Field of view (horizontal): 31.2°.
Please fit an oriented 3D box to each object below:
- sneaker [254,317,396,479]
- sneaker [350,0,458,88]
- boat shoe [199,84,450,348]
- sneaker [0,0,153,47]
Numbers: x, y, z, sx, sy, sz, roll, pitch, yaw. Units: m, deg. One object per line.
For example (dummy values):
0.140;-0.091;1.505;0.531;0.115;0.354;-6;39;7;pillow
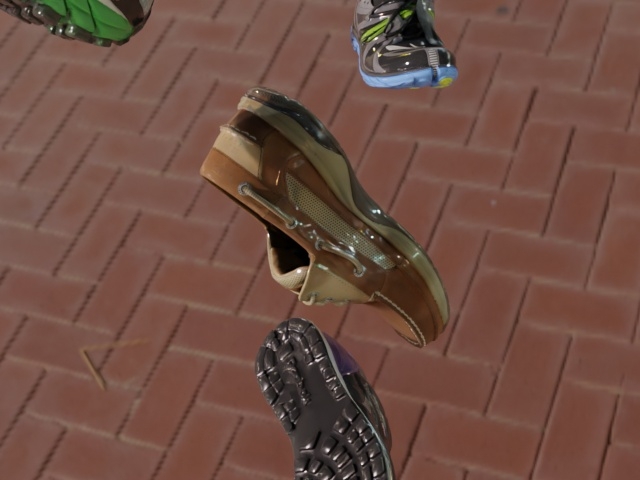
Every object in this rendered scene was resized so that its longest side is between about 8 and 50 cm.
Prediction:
0.037;0.202;1.097;0.107;0.124;0.283;-38;46;20;sneaker
0.062;-0.171;0.918;0.067;0.078;0.188;-2;29;-11;sneaker
0.000;0.000;1.089;0.120;0.324;0.123;-48;31;-12;boat shoe
-0.165;-0.218;0.480;0.146;0.343;0.134;-48;45;-12;sneaker
